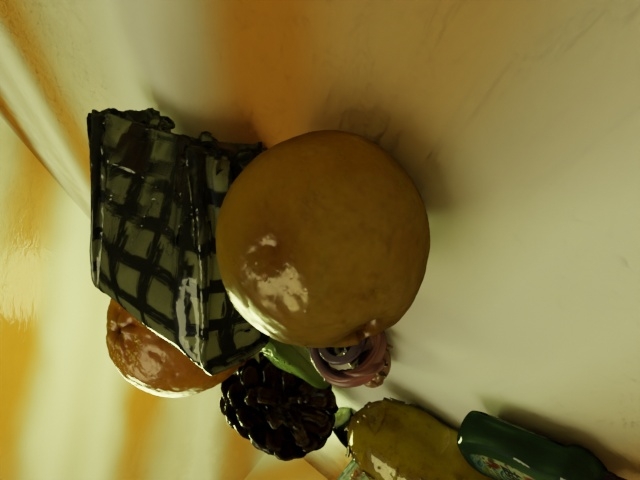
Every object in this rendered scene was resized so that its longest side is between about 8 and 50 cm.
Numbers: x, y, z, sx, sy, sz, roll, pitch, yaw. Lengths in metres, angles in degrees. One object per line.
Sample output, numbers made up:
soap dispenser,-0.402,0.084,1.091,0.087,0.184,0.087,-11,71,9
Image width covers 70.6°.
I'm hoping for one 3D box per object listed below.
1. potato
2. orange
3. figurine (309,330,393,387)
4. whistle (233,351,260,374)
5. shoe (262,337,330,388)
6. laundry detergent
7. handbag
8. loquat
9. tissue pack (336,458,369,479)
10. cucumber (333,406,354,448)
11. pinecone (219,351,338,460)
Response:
potato,0.181,0.397,0.797,0.300,0.140,0.173,21,109,31
orange,-0.330,0.192,1.048,0.340,0.293,0.341,0,91,38
figurine,0.069,0.184,0.733,0.157,0.114,0.126,28,-158,-35
whistle,-0.326,0.274,1.379,0.188,0.168,0.405,23,147,38
shoe,-0.044,0.213,0.904,0.140,0.128,0.262,30,167,46
laundry detergent,0.293,0.291,0.569,0.144,0.078,0.221,46,154,-24
handbag,-0.222,-0.014,0.691,0.325,0.162,0.327,22,117,34
loquat,0.000,0.000,0.437,0.208,0.208,0.208,35,153,21
tissue pack,0.176,0.658,1.124,0.128,0.228,0.311,4,132,56
cucumber,0.082,0.550,1.289,0.074,0.074,0.242,23,149,39
pinecone,-0.095,0.391,1.112,0.298,0.242,0.296,30,157,-19
